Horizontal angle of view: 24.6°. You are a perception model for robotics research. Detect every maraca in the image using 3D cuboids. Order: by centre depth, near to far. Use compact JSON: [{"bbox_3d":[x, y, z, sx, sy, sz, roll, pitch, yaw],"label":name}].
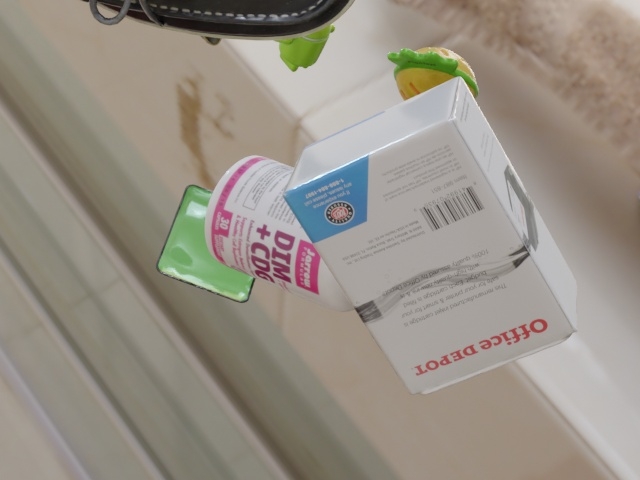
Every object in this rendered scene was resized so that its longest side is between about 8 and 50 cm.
[{"bbox_3d":[0.165,-0.239,2.155,0.185,0.127,0.099,44,-125,-65],"label":"maraca"}]

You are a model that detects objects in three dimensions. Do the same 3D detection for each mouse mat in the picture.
[{"bbox_3d":[-0.162,0.003,2.289,0.007,0.152,0.190,117,172,-51],"label":"mouse mat"}]

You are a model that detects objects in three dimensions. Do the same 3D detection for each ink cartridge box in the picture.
[{"bbox_3d":[0.135,0.000,1.716,0.223,0.307,0.129,-24,22,22],"label":"ink cartridge box"}]

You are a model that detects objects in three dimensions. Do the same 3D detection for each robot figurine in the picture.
[{"bbox_3d":[-0.024,-0.316,2.283,0.101,0.067,0.115,-20,-27,-35],"label":"robot figurine"}]

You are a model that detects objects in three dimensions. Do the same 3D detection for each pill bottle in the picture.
[{"bbox_3d":[0.000,0.000,1.954,0.160,0.283,0.160,-36,-44,-44],"label":"pill bottle"}]

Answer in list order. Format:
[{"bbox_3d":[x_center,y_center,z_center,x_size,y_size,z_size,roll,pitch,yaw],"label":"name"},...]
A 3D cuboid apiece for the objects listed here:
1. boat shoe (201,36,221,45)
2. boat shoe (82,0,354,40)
[{"bbox_3d":[-0.152,-0.303,1.989,0.056,0.048,0.153,-22,-4,-6],"label":"boat shoe"},{"bbox_3d":[-0.185,-0.277,1.221,0.500,0.156,0.187,18,-68,-24],"label":"boat shoe"}]
